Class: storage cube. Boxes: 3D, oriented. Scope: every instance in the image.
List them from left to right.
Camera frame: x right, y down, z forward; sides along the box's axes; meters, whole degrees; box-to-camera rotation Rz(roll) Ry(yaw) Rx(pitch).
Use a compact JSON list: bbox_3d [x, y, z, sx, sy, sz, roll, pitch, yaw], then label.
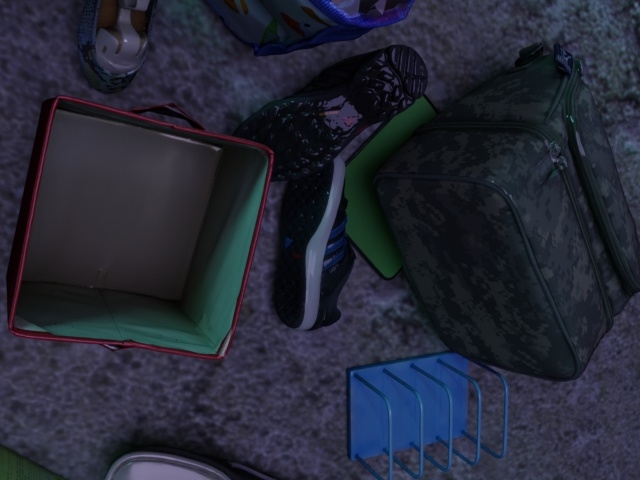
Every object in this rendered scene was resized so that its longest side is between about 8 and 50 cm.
[{"bbox_3d":[-0.173,-0.019,0.676,0.183,0.193,0.215,11,94,-25],"label":"storage cube"}]

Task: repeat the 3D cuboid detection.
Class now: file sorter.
[{"bbox_3d":[0.131,0.215,0.900,0.170,0.104,0.118,-6,102,-23],"label":"file sorter"}]

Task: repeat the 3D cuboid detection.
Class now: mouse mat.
[{"bbox_3d":[0.099,-0.064,0.889,0.190,0.007,0.153,-46,114,-11],"label":"mouse mat"}]

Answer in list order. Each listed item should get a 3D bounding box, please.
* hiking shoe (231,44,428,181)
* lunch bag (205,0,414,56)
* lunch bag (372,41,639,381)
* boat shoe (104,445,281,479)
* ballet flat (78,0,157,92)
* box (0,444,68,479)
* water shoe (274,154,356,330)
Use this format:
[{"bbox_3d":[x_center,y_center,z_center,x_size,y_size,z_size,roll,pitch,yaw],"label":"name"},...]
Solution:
[{"bbox_3d":[0.008,-0.135,0.791,0.226,0.114,0.086,-24,106,12],"label":"hiking shoe"},{"bbox_3d":[-0.040,-0.352,0.603,0.238,0.328,0.386,-17,105,-15],"label":"lunch bag"},{"bbox_3d":[0.237,-0.035,0.848,0.256,0.212,0.305,-45,119,-29],"label":"lunch bag"},{"bbox_3d":[-0.093,0.315,0.839,0.335,0.095,0.112,29,85,-20],"label":"boat shoe"},{"bbox_3d":[-0.177,-0.208,0.669,0.070,0.070,0.189,2,127,-24],"label":"ballet flat"},{"bbox_3d":[-0.290,0.268,0.738,0.232,0.087,0.058,39,86,-26],"label":"box"},{"bbox_3d":[0.000,0.000,0.834,0.080,0.072,0.203,4,101,-47],"label":"water shoe"}]
